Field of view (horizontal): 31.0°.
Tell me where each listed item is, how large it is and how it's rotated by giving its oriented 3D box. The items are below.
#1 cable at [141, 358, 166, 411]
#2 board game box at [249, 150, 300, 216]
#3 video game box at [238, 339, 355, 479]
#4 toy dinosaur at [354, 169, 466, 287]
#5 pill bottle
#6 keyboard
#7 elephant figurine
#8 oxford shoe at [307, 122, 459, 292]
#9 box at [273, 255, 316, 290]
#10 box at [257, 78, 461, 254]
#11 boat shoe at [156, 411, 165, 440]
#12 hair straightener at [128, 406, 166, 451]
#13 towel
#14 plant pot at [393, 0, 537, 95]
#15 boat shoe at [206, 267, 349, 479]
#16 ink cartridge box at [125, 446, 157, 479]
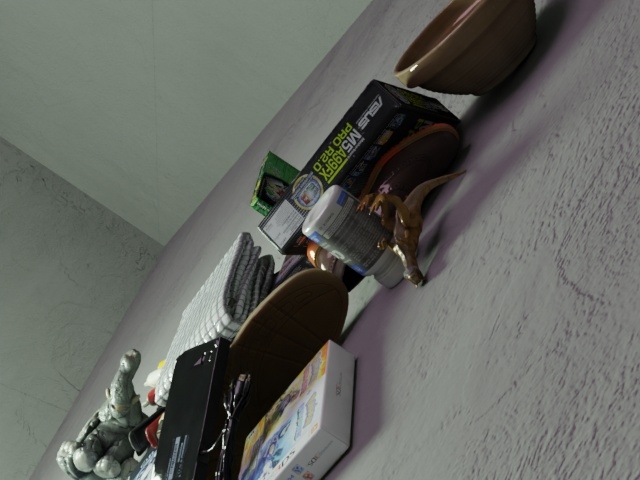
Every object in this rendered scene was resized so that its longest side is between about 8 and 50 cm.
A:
[{"bbox_3d":[-0.263,0.245,2.247,0.287,0.072,0.139,-45,20,40],"label":"cable"},{"bbox_3d":[-0.060,-0.084,2.190,0.030,0.136,0.259,-55,10,21],"label":"board game box"},{"bbox_3d":[-0.032,0.239,1.366,0.187,0.048,0.205,-49,13,20],"label":"video game box"},{"bbox_3d":[0.107,-0.029,1.441,0.064,0.112,0.211,-37,28,45],"label":"toy dinosaur"},{"bbox_3d":[0.052,-0.003,1.479,0.078,0.137,0.078,-52,11,14],"label":"pill bottle"},{"bbox_3d":[-0.152,0.270,1.440,0.201,0.033,0.317,-25,50,49],"label":"keyboard"},{"bbox_3d":[-0.390,0.365,2.228,0.186,0.169,0.239,-27,34,38],"label":"elephant figurine"},{"bbox_3d":[0.103,-0.039,1.569,0.271,0.097,0.098,-49,42,11],"label":"oxford shoe"},{"bbox_3d":[0.000,0.000,1.946,0.207,0.036,0.114,-48,13,33],"label":"box"},{"bbox_3d":[0.059,-0.095,1.639,0.270,0.060,0.216,-51,-23,18],"label":"box"},{"bbox_3d":[-0.228,0.325,1.846,0.073,0.080,0.223,-54,14,-21],"label":"boat shoe"},{"bbox_3d":[-0.275,0.301,2.050,0.089,0.047,0.230,-17,17,30],"label":"hair straightener"},{"bbox_3d":[-0.164,0.154,1.993,0.235,0.121,0.283,-52,13,26],"label":"towel"},{"bbox_3d":[0.221,-0.279,1.606,0.237,0.110,0.237,-44,11,10],"label":"plant pot"},{"bbox_3d":[-0.084,0.177,1.567,0.341,0.122,0.110,-55,12,6],"label":"boat shoe"},{"bbox_3d":[-0.311,0.446,1.940,0.208,0.045,0.206,-56,11,3],"label":"ink cartridge box"}]
